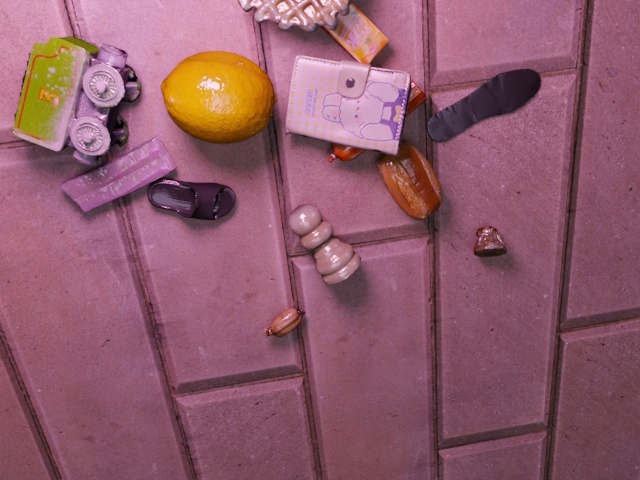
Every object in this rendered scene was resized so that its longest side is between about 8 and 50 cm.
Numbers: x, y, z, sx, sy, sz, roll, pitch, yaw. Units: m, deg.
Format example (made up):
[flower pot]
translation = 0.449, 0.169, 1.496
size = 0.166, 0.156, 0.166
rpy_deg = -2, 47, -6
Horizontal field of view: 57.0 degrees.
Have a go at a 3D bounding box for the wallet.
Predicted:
[wallet]
translation = 0.071, -0.351, 1.537
size = 0.309, 0.077, 0.224
rpy_deg = 13, 103, 9

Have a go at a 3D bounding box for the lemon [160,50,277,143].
[lemon]
translation = -0.248, -0.353, 1.465
size = 0.263, 0.236, 0.236
rpy_deg = -16, 116, 10

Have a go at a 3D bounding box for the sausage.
[sausage]
translation = 0.141, -0.319, 1.614
size = 0.312, 0.093, 0.093
rpy_deg = -39, 114, 11

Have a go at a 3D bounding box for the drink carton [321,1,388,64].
[drink carton]
translation = 0.062, -0.555, 1.505
size = 0.223, 0.071, 0.096
rpy_deg = 39, 102, -22

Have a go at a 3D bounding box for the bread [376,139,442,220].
[bread]
translation = 0.262, -0.166, 1.693
size = 0.140, 0.106, 0.236
rpy_deg = -35, 115, 6

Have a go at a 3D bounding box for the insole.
[insole]
translation = 0.463, -0.386, 1.676
size = 0.348, 0.009, 0.119
rpy_deg = -28, 114, 4

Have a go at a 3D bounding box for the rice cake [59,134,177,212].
[rice cake]
translation = -0.543, -0.176, 1.600
size = 0.297, 0.050, 0.106
rpy_deg = -25, 114, 3

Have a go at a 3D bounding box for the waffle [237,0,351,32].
[waffle]
translation = -0.051, -0.646, 1.401
size = 0.309, 0.056, 0.292
rpy_deg = 7, 99, 4

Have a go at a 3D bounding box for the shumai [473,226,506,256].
[shumai]
translation = 0.522, 0.002, 1.828
size = 0.098, 0.124, 0.087
rpy_deg = -6, 76, 15

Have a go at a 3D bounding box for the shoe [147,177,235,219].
[shoe]
translation = -0.360, -0.107, 1.636
size = 0.240, 0.093, 0.108
rpy_deg = 8, 111, -10

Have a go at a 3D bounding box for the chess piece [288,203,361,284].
[chess piece]
translation = 0.000, 0.000, 1.730
size = 0.133, 0.133, 0.243
rpy_deg = -34, 108, 8

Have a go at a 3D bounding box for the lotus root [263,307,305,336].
[lotus root]
translation = -0.114, 0.260, 1.854
size = 0.151, 0.063, 0.072
rpy_deg = -32, 142, -1

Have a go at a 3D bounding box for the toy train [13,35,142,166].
[toy train]
translation = -0.594, -0.352, 1.455
size = 0.248, 0.173, 0.307
rpy_deg = 22, 110, -8
